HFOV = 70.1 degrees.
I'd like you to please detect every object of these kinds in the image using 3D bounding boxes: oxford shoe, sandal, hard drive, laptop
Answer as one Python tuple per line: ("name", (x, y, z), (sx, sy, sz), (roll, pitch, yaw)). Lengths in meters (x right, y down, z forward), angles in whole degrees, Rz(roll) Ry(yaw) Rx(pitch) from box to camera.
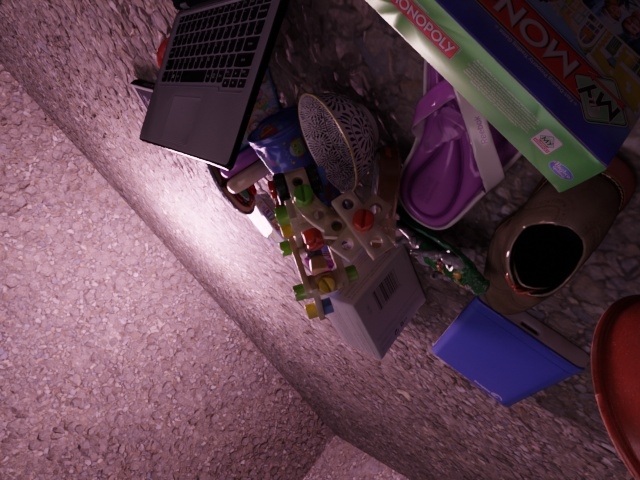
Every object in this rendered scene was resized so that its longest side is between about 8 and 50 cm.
("oxford shoe", (0.284, 0.030, 0.634), (0.123, 0.130, 0.348), (32, 153, 22))
("sandal", (0.177, -0.126, 0.585), (0.169, 0.102, 0.416), (34, 153, 20))
("hard drive", (0.364, 0.232, 0.940), (0.210, 0.040, 0.319), (36, 154, 17))
("laptop", (-0.245, -0.356, 0.659), (0.236, 0.408, 0.382), (15, -174, -41))

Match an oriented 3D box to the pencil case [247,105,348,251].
("pencil case", (-0.034, -0.112, 0.910), (0.133, 0.119, 0.306), (33, 156, 49))

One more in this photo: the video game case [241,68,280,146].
("video game case", (-0.140, -0.258, 0.846), (0.015, 0.119, 0.166), (57, 169, 42))

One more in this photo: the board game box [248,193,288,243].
("board game box", (-0.158, -0.058, 1.294), (0.154, 0.026, 0.103), (53, 154, -18))

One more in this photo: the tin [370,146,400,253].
("tin", (0.104, -0.064, 0.761), (0.040, 0.106, 0.190), (0, 125, -3))

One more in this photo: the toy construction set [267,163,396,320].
("toy construction set", (0.000, 0.000, 0.755), (0.328, 0.151, 0.215), (121, 134, -65))

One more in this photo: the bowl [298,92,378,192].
("bowl", (0.041, -0.168, 0.730), (0.170, 0.080, 0.170), (55, 165, 22))

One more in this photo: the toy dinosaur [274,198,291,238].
("toy dinosaur", (-0.065, -0.023, 1.075), (0.112, 0.064, 0.212), (17, -144, -40))

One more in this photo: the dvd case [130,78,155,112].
("dvd case", (-0.399, -0.333, 1.225), (0.238, 0.029, 0.179), (24, 148, 36))

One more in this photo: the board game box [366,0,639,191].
("board game box", (0.139, -0.220, 0.363), (0.317, 0.213, 0.046), (44, 155, -1))

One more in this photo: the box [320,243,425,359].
("box", (0.110, 0.118, 0.977), (0.119, 0.181, 0.182), (17, 145, 46))

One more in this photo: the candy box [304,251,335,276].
("candy box", (0.075, 0.125, 1.174), (0.159, 0.071, 0.233), (17, 144, 44))

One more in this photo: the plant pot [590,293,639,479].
("plant pot", (0.457, 0.127, 0.403), (0.272, 0.272, 0.265), (41, 147, 6))

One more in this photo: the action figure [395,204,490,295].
("action figure", (0.198, 0.027, 0.774), (0.137, 0.063, 0.232), (47, 177, -35))

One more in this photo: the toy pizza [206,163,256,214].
("toy pizza", (-0.204, -0.156, 1.084), (0.201, 0.032, 0.201), (58, -164, -28))

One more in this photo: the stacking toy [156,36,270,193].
("stacking toy", (-0.219, -0.269, 0.954), (0.330, 0.141, 0.141), (57, 153, -12))
